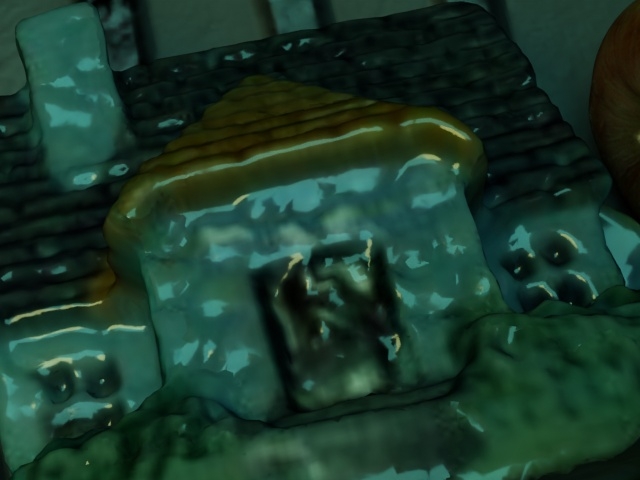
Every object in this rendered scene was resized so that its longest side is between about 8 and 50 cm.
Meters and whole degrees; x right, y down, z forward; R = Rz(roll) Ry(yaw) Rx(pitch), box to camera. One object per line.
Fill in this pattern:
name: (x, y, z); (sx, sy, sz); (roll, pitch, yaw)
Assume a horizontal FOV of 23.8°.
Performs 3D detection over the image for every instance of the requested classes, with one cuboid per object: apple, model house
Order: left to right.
model house: (0.000, 0.000, 0.553); (0.261, 0.226, 0.241); (-12, 71, -9)
apple: (0.176, -0.053, 0.632); (0.102, 0.126, 0.126); (-17, 73, -20)
